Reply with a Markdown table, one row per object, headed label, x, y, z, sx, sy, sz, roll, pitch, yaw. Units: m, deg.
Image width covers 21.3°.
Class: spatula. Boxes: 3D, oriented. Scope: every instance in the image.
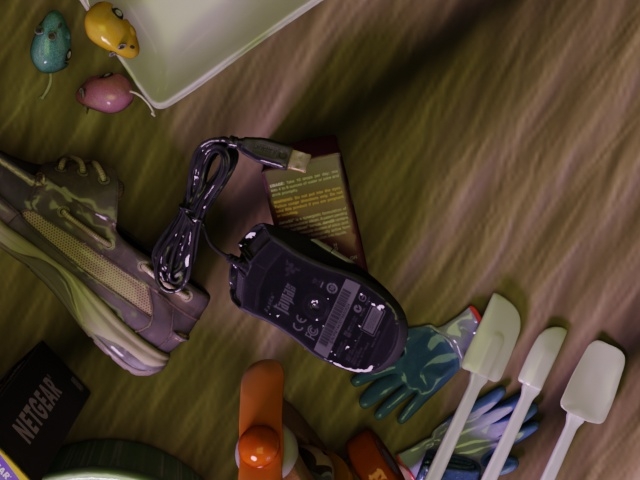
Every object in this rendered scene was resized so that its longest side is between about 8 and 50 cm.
| label | x | y | z | sx | sy | sz | roll | pitch | yaw |
| --- | --- | --- | --- | --- | --- | --- | --- | --- | --- |
| spatula | 0.203 | 0.196 | 1.760 | 0.168 | 0.019 | 0.242 | 25 | 87 | -17 |

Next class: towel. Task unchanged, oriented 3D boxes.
| label | x | y | z | sx | sy | sz | roll | pitch | yaw |
| --- | --- | --- | --- | --- | --- | --- | --- | --- | --- |
| towel | 0.126 | 0.281 | 1.791 | 0.067 | 0.029 | 0.119 | 10 | 115 | -7 |

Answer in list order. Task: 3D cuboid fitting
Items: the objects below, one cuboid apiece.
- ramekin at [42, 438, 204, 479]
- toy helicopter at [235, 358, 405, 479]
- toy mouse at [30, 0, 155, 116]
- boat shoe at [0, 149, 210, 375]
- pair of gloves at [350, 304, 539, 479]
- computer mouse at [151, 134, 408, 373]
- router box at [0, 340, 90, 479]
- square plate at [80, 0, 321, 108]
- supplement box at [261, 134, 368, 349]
| label | x | y | z | sx | sy | sz | roll | pitch | yaw |
| --- | --- | --- | --- | --- | --- | --- | --- | --- | --- |
| ramekin | -0.223 | 0.352 | 1.748 | 0.303 | 0.148 | 0.304 | 0 | 104 | -2 |
| toy helicopter | -0.003 | 0.267 | 1.627 | 0.140 | 0.355 | 0.235 | -32 | 120 | 6 |
| toy mouse | -0.235 | -0.167 | 1.650 | 0.143 | 0.031 | 0.161 | -29 | 105 | 32 |
| boat shoe | -0.249 | -0.025 | 1.678 | 0.130 | 0.132 | 0.355 | -43 | 110 | -2 |
| pair of gloves | 0.134 | 0.171 | 1.779 | 0.159 | 0.023 | 0.198 | -30 | 102 | 6 |
| computer mouse | -0.020 | 0.003 | 1.607 | 0.262 | 0.060 | 0.184 | 23 | 112 | 12 |
| router box | -0.355 | 0.236 | 1.633 | 0.243 | 0.309 | 0.081 | -41 | 97 | 9 |
| square plate | -0.114 | -0.360 | 1.627 | 0.344 | 0.049 | 0.347 | -33 | 102 | 7 |
| supplement box | 0.000 | 0.000 | 1.690 | 0.080 | 0.104 | 0.188 | -13 | 104 | 2 |
